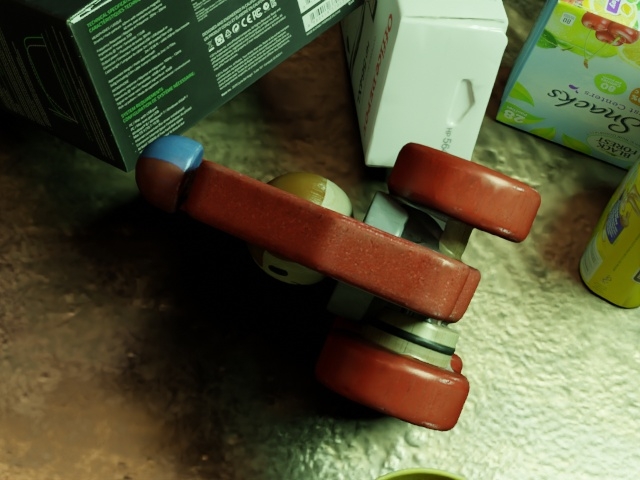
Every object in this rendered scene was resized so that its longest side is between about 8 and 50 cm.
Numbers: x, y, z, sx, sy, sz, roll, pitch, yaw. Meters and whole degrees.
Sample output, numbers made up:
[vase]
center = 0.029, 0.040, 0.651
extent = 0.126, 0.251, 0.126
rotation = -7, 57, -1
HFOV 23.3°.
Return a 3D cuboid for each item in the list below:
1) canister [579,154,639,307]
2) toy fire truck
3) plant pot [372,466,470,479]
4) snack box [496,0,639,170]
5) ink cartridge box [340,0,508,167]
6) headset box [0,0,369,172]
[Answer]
[canister]
center = 0.268, -0.035, 1.196
extent = 0.073, 0.170, 0.126
rotation = 29, 61, 5
[toy fire truck]
center = 0.000, 0.000, 1.064
extent = 0.254, 0.302, 0.169
rotation = 20, 92, 2
[plant pot]
center = 0.063, 0.233, 1.053
extent = 0.134, 0.095, 0.134
rotation = 5, 62, -9
[snack box]
center = 0.266, -0.128, 1.243
extent = 0.207, 0.174, 0.070
rotation = 22, 61, -1
[ink cartridge box]
center = 0.074, -0.174, 1.215
extent = 0.086, 0.148, 0.203
rotation = 3, 43, -10
[headset box]
center = -0.155, -0.204, 1.167
extent = 0.246, 0.131, 0.283
rotation = -38, 42, -25
